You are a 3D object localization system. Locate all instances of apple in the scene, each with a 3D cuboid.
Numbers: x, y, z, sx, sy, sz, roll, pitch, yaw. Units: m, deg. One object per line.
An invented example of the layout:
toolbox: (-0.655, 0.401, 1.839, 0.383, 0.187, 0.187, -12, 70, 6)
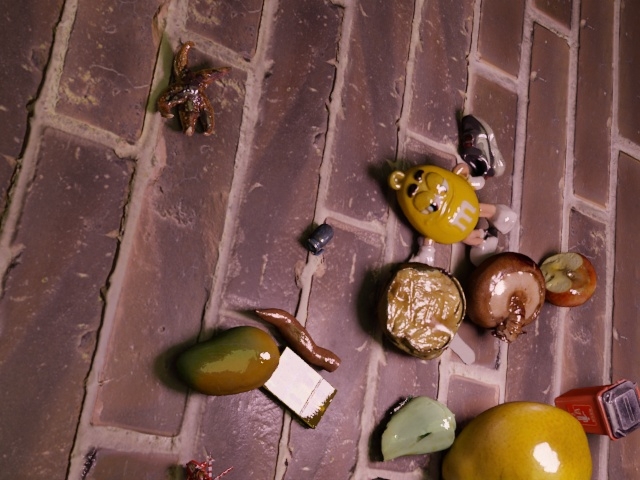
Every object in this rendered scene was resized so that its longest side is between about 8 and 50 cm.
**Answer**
apple: (0.818, 0.135, 2.313, 0.160, 0.173, 0.195, 36, 68, -20)

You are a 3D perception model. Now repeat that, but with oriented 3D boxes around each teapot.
teapot: (-0.003, -0.003, 1.900, 0.049, 0.063, 0.083, 37, 62, 14)

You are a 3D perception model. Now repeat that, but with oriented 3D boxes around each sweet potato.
sweet potato: (-0.063, 0.245, 1.801, 0.281, 0.059, 0.067, 44, 63, -18)

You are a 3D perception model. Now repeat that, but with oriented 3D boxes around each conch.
conch: (0.262, 0.513, 1.937, 0.250, 0.137, 0.144, 0, 108, -14)

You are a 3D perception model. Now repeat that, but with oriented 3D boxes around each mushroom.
mushroom: (0.560, 0.170, 2.137, 0.297, 0.163, 0.278, 18, 82, -34)

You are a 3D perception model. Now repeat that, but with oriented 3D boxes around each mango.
mango: (-0.214, 0.290, 1.665, 0.251, 0.114, 0.156, -13, 95, -34)

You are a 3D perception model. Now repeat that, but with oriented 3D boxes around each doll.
doll: (0.392, -0.061, 2.100, 0.423, 0.161, 0.348, -9, 102, -25)

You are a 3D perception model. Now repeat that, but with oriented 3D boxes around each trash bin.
trash bin: (0.894, 0.535, 2.247, 0.184, 0.238, 0.161, -14, 86, -31)

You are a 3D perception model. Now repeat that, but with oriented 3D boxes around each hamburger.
hamburger: (0.281, 0.195, 1.989, 0.285, 0.134, 0.265, 32, 72, -18)

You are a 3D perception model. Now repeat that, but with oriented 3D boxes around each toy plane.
toy plane: (-0.241, 0.578, 1.621, 0.194, 0.077, 0.126, 41, 65, -28)

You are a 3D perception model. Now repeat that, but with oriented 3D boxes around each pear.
pear: (0.544, 0.627, 1.945, 0.418, 0.362, 0.362, -24, 94, -6)

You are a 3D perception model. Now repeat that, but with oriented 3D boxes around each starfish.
starfish: (-0.317, -0.378, 1.760, 0.216, 0.071, 0.238, -18, 101, -39)

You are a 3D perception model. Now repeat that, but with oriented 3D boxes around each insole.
insole: (0.403, 0.304, 2.118, 0.197, 0.004, 0.065, 44, 61, -18)

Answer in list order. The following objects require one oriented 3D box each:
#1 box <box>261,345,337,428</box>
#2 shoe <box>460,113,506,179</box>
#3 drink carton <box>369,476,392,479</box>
box: (-0.056, 0.378, 1.799, 0.193, 0.030, 0.121, 43, 62, -17)
shoe: (0.501, -0.288, 2.244, 0.112, 0.099, 0.227, -36, 101, -25)
drink carton: (0.192, 0.741, 1.800, 0.189, 0.185, 0.191, 43, 60, -22)
